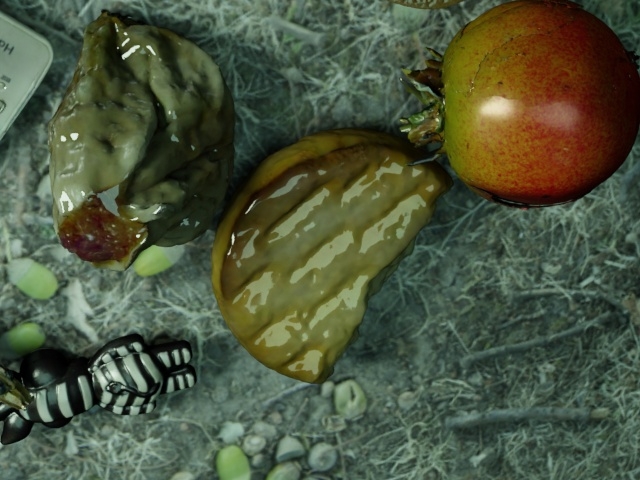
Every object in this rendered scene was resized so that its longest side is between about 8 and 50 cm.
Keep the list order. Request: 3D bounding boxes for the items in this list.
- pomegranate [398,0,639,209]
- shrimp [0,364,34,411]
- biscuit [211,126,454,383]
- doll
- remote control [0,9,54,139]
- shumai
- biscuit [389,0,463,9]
[{"bbox_3d":[0.196,-0.131,1.449,0.235,0.210,0.210,-2,112,-5],"label":"pomegranate"},{"bbox_3d":[-0.391,0.122,1.474,0.223,0.047,0.126,29,132,-5],"label":"shrimp"},{"bbox_3d":[0.000,-0.001,1.519,0.213,0.091,0.274,34,102,-26],"label":"biscuit"},{"bbox_3d":[-0.238,0.147,1.536,0.219,0.067,0.091,-12,117,-9],"label":"doll"},{"bbox_3d":[-0.381,-0.090,1.418,0.109,0.055,0.313,30,107,-30],"label":"remote control"},{"bbox_3d":[-0.161,-0.080,1.395,0.183,0.185,0.218,11,109,-17],"label":"shumai"},{"bbox_3d":[0.088,-0.323,1.431,0.181,0.049,0.208,-39,114,4],"label":"biscuit"}]
